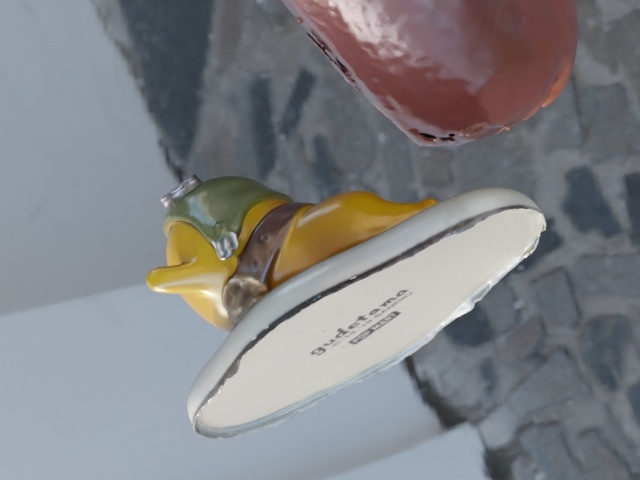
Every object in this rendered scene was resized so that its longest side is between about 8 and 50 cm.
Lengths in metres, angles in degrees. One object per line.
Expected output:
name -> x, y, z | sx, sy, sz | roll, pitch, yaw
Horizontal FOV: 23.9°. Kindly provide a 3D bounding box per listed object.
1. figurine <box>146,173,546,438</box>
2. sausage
figurine -> 0.000, 0.000, 0.932 | 0.250, 0.166, 0.141 | -31, 65, 8
sausage -> 0.044, -0.177, 0.913 | 0.152, 0.152, 0.279 | -8, 129, 52
